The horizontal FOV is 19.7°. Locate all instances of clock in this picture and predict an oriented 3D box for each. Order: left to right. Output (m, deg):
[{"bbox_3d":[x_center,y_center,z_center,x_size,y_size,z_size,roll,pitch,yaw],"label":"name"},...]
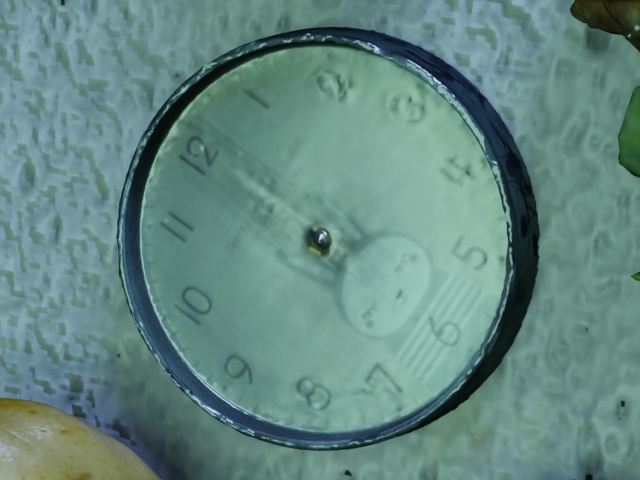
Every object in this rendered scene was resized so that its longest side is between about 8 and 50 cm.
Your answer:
[{"bbox_3d":[0.000,0.000,0.923,0.215,0.042,0.215,2,96,18],"label":"clock"}]

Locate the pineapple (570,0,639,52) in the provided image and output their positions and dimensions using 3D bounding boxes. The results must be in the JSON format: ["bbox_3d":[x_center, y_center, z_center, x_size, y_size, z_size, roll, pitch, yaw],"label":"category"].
[{"bbox_3d":[0.180,-0.157,0.759,0.166,0.166,0.193,57,151,5],"label":"pineapple"}]

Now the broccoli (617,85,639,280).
[{"bbox_3d":[0.212,-0.014,0.820,0.194,0.194,0.219,14,122,16],"label":"broccoli"}]

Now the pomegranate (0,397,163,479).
[{"bbox_3d":[-0.158,0.179,0.905,0.207,0.207,0.207,2,95,17],"label":"pomegranate"}]
